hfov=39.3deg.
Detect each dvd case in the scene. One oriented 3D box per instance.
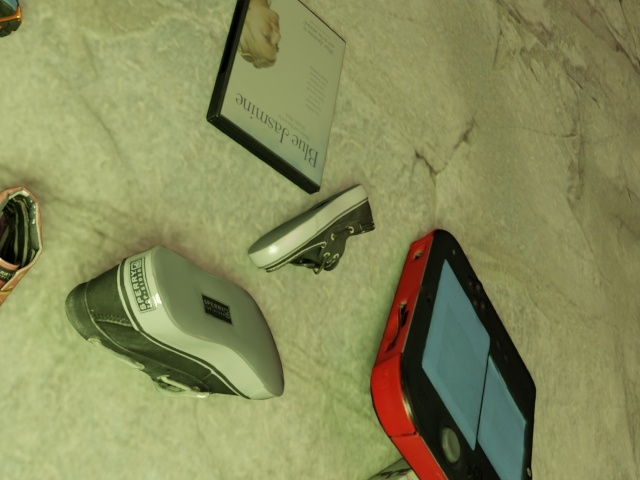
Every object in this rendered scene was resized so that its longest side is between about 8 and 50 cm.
[{"bbox_3d":[-0.048,-0.206,1.134,0.180,0.022,0.253,34,53,-36],"label":"dvd case"}]

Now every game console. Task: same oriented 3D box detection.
[{"bbox_3d":[0.196,0.198,1.172,0.342,0.060,0.386,54,30,-19],"label":"game console"}]

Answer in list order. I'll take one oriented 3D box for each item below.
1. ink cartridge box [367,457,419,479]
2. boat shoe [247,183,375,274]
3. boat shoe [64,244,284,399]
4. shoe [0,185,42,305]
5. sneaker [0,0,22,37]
[{"bbox_3d":[0.091,0.330,1.057,0.181,0.062,0.104,-14,86,-50],"label":"ink cartridge box"},{"bbox_3d":[0.000,0.000,1.075,0.228,0.080,0.076,-36,102,-57],"label":"boat shoe"},{"bbox_3d":[-0.129,0.099,0.861,0.306,0.105,0.113,40,32,-65],"label":"boat shoe"},{"bbox_3d":[-0.282,0.038,0.727,0.063,0.081,0.177,34,53,-36],"label":"shoe"},{"bbox_3d":[-0.353,-0.261,0.768,0.221,0.083,0.087,38,39,-51],"label":"sneaker"}]
